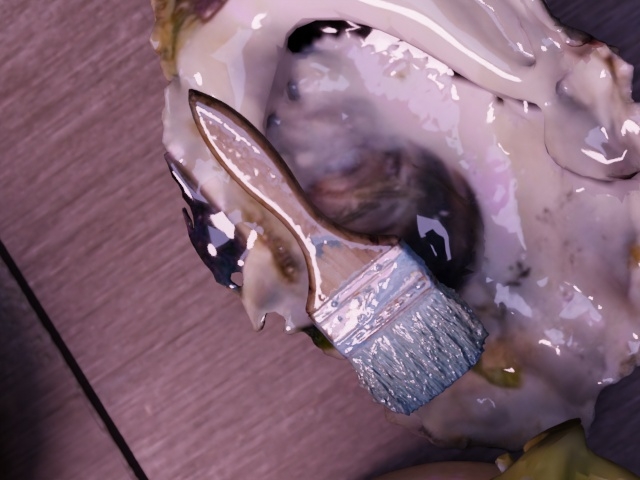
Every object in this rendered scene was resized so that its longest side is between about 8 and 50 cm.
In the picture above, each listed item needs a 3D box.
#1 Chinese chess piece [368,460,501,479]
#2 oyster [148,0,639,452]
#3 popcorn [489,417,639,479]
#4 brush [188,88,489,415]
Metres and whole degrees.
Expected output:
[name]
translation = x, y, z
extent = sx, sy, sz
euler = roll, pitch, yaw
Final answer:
[Chinese chess piece]
translation = 0.078, 0.254, 0.692
extent = 0.270, 0.112, 0.270
euler = 0, 90, 10
[oyster]
translation = 0.040, -0.048, 0.698
extent = 0.351, 0.115, 0.238
euler = 41, 105, 11
[popcorn]
translation = 0.029, 0.259, 0.523
extent = 0.279, 0.274, 0.335
euler = -19, 76, 38
[brush]
translation = 0.000, 0.000, 0.642
extent = 0.070, 0.021, 0.196
euler = -40, 95, 14
